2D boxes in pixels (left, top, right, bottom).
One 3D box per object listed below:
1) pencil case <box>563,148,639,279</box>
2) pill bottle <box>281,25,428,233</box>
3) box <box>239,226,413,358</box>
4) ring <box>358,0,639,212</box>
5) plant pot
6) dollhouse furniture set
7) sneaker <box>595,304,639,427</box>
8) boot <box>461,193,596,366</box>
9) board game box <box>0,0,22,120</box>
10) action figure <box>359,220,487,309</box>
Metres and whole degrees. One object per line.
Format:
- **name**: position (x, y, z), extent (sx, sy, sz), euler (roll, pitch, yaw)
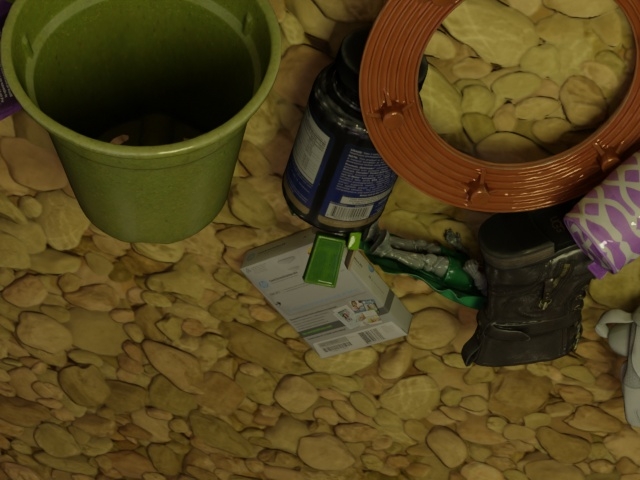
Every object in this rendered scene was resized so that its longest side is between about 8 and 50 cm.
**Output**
- **pencil case**: position (0.345, -0.053, 1.281), extent (0.206, 0.086, 0.088), euler (-37, 146, 1)
- **pill bottle**: position (0.039, -0.118, 1.361), extent (0.123, 0.123, 0.219), euler (21, 137, -1)
- **box**: position (0.008, 0.067, 1.626), extent (0.145, 0.038, 0.186), euler (-20, 126, 34)
- **ring**: position (0.205, -0.159, 1.240), extent (0.336, 0.032, 0.336), euler (-3, 129, -4)
- **plant pot**: position (-0.185, -0.132, 1.354), extent (0.276, 0.276, 0.254), euler (16, 148, 4)
- **dollhouse furniture set**: position (0.000, 0.000, 1.470), extent (0.076, 0.152, 0.058), euler (12, 107, -13)
- **sneaker**: position (0.490, 0.178, 1.496), extent (0.210, 0.137, 0.366), euler (-23, 118, 37)
- **boot**: position (0.285, 0.046, 1.432), extent (0.263, 0.091, 0.229), euler (-11, 137, -2)
- **board game box**: position (-0.343, -0.283, 1.279), extent (0.056, 0.208, 0.347), euler (31, 145, 32)
- **action figure**: position (0.158, 0.033, 1.492), extent (0.232, 0.137, 0.063), euler (20, 111, -24)
